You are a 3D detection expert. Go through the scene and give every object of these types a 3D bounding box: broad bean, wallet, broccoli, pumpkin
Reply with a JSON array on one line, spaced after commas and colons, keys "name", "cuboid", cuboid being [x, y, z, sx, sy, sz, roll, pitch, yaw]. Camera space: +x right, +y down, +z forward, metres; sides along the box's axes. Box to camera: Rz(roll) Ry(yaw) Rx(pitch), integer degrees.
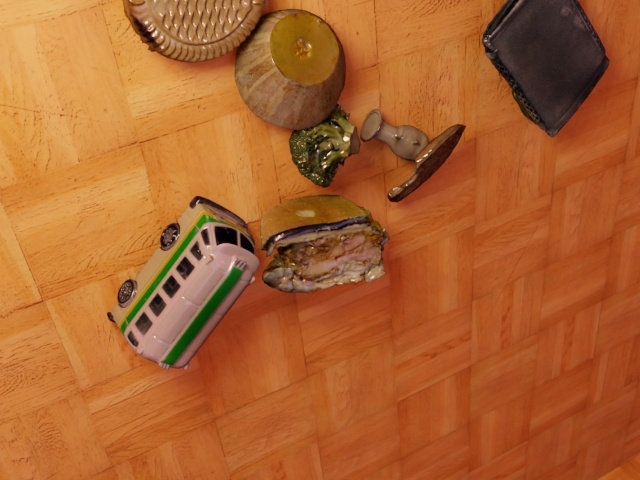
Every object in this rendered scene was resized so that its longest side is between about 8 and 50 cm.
[{"name": "broad bean", "cuboid": [0.498, -0.312, 1.773, 0.227, 0.039, 0.069, 21, 113, -41]}, {"name": "wallet", "cuboid": [0.487, -0.411, 1.663, 0.342, 0.075, 0.237, 39, 85, -40]}, {"name": "broccoli", "cuboid": [0.008, -0.191, 1.487, 0.146, 0.138, 0.162, 53, 48, -47]}, {"name": "pumpkin", "cuboid": [-0.039, -0.309, 1.356, 0.217, 0.110, 0.217, -2, 95, -18]}]

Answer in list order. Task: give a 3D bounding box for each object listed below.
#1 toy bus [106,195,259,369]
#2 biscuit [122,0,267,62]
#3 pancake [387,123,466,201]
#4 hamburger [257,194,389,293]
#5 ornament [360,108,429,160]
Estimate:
[{"name": "toy bus", "cuboid": [-0.250, 0.087, 1.466, 0.143, 0.179, 0.305, 31, 100, -42]}, {"name": "biscuit", "cuboid": [-0.196, -0.409, 1.237, 0.259, 0.079, 0.259, -17, 128, -23]}, {"name": "pancake", "cuboid": [0.230, -0.162, 1.638, 0.212, 0.029, 0.235, -30, 163, -50]}, {"name": "hamburger", "cuboid": [0.000, 0.000, 1.575, 0.288, 0.192, 0.168, -9, 115, -13]}, {"name": "ornament", "cuboid": [0.162, -0.213, 1.599, 0.156, 0.081, 0.075, 20, 87, -35]}]
